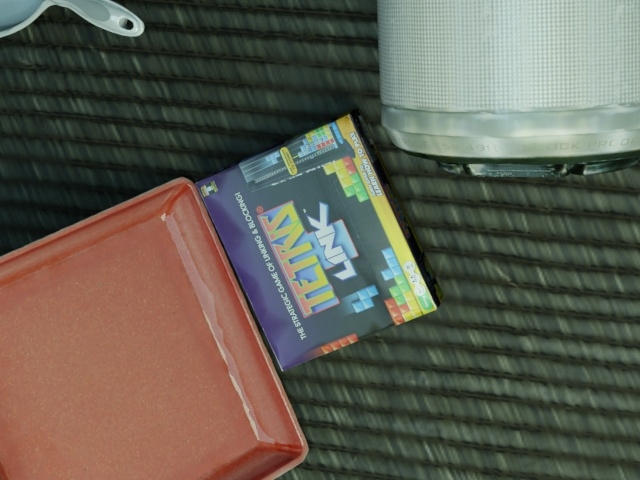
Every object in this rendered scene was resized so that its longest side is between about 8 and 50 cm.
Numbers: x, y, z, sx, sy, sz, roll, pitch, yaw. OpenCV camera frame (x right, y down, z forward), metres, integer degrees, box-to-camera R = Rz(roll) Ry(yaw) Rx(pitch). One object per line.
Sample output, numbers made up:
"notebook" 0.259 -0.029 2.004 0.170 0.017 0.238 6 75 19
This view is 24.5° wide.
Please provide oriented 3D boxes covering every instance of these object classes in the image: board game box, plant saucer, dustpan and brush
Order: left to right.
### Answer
"dustpan and brush" -0.218 -0.199 1.101 0.211 0.060 0.147 24 105 7
"plant saucer" -0.164 0.113 1.168 0.047 0.259 0.258 -14 100 57
"board game box" 0.000 0.000 1.180 0.141 0.048 0.170 -24 95 14

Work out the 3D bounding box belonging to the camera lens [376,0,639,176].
"camera lens" 0.147 -0.188 1.023 0.219 0.219 0.274 0 101 12
